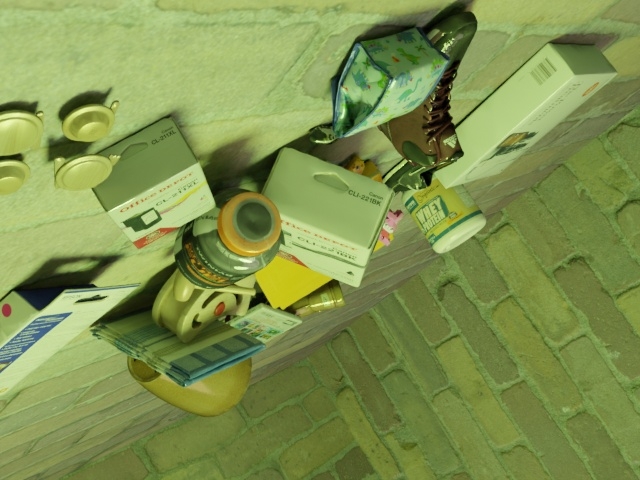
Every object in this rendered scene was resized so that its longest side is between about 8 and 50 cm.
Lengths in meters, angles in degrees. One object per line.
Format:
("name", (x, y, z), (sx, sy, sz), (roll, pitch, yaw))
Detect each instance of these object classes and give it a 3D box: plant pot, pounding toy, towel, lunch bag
("plant pot", (-0.328, 0.287, 1.797), (0.237, 0.237, 0.254), (-35, 152, 14))
("pounding toy", (-0.204, 0.125, 1.436), (0.154, 0.154, 0.269), (-64, 156, 8))
("towel", (-0.276, 0.190, 1.469), (0.209, 0.285, 0.034), (-19, 120, -48))
("lunch bag", (0.090, -0.217, 1.087), (0.128, 0.096, 0.151), (-24, 155, -34))

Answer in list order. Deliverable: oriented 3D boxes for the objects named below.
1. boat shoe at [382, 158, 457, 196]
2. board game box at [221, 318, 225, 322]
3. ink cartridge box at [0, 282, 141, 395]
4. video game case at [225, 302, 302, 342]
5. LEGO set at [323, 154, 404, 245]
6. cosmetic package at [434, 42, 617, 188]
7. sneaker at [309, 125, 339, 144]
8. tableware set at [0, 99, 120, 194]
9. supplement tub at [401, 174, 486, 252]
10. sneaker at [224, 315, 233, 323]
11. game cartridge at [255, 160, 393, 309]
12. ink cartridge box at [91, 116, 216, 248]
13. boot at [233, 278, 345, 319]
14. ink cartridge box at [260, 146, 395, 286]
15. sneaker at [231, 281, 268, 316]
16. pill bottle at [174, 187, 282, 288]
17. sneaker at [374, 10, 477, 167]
("boat shoe", (0.207, -0.143, 1.697), (0.084, 0.079, 0.233), (-20, 164, -49))
("board game box", (-0.240, 0.249, 2.185), (0.141, 0.048, 0.170), (-30, 167, -21))
("ink cartridge box", (-0.473, 0.152, 1.214), (0.371, 0.069, 0.175), (-34, 167, 21))
("video game case", (-0.143, 0.199, 1.782), (0.143, 0.019, 0.157), (-30, 149, 23))
("LEGO set", (0.069, -0.099, 1.447), (0.227, 0.087, 0.093), (36, 100, -32))
("cosmetic package", (0.449, -0.279, 1.711), (0.284, 0.097, 0.377), (-20, 161, -51))
("sneaker", (0.010, -0.166, 1.235), (0.083, 0.031, 0.035), (-20, 163, -44))
("tableware set", (-0.285, -0.093, 0.797), (0.168, 0.020, 0.141), (-11, 152, -37))
("supplement tub", (0.283, -0.086, 1.810), (0.144, 0.200, 0.144), (-31, 167, -8))
("sneaker", (-0.175, 0.164, 1.996), (0.185, 0.069, 0.084), (-36, 160, -13))
("game cartridge", (0.000, 0.000, 1.619), (0.323, 0.053, 0.285), (-31, 150, -7))
("ink cartridge box", (-0.214, -0.068, 0.977), (0.127, 0.072, 0.175), (-30, 168, -8))
("boot", (-0.079, 0.154, 1.922), (0.269, 0.089, 0.236), (-17, 180, 1))
("ink cartridge box", (0.005, -0.031, 1.311), (0.273, 0.197, 0.114), (95, 17, -73))
("sneaker", (-0.129, 0.099, 1.829), (0.275, 0.107, 0.110), (-21, -177, -26))
("pill bottle", (-0.138, -0.004, 1.161), (0.130, 0.130, 0.245), (-26, 179, -24))
("sneaker", (0.193, -0.214, 1.190), (0.106, 0.163, 0.281), (-25, 166, -30))
